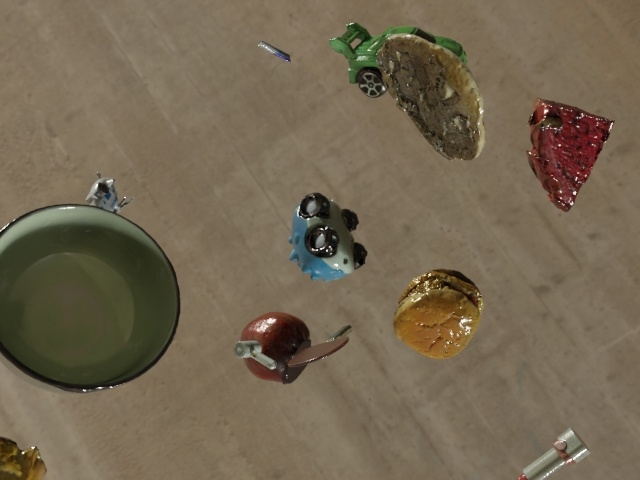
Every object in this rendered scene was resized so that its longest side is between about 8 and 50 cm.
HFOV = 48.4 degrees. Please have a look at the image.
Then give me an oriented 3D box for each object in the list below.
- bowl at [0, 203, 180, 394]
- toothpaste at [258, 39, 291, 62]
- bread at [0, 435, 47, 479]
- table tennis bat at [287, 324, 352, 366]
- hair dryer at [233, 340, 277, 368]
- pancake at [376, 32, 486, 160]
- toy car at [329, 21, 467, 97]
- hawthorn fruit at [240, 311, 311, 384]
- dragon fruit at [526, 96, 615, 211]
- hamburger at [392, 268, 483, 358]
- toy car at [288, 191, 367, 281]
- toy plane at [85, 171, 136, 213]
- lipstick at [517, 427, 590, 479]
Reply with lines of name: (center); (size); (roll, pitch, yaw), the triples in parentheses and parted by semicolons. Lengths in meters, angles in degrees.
bowl: (-0.453, 0.129, 1.310); (0.353, 0.185, 0.354); (16, -124, -25)
toothpaste: (-0.096, -0.406, 1.529); (0.083, 0.015, 0.024); (17, -130, -38)
bread: (-0.617, 0.491, 1.294); (0.174, 0.252, 0.133); (30, -175, -25)
table tennis bat: (0.015, 0.271, 1.844); (0.274, 0.154, 0.021); (-25, -86, -61)
hair dryer: (-0.172, 0.326, 2.007); (0.137, 0.047, 0.082); (24, -173, 30)
pancake: (0.214, -0.272, 1.358); (0.282, 0.049, 0.282); (47, 165, 16)
toy car: (0.223, -0.520, 2.018); (0.213, 0.358, 0.176); (-50, -43, -45)
hawthorn fruit: (-0.147, 0.323, 2.193); (0.249, 0.215, 0.215); (-3, 135, 47)
dragon fruit: (0.697, -0.246, 2.014); (0.302, 0.240, 0.330); (0, -88, -46)
hamburger: (0.314, 0.202, 1.900); (0.244, 0.244, 0.163); (52, -156, -22)
toy car: (0.000, 0.000, 1.993); (0.188, 0.190, 0.255); (23, -136, -46)
toy plane: (-0.581, -0.071, 1.837); (0.107, 0.182, 0.273); (50, -138, -28)
lipstick: (0.504, 0.499, 1.585); (0.057, 0.186, 0.063); (40, -166, -35)
